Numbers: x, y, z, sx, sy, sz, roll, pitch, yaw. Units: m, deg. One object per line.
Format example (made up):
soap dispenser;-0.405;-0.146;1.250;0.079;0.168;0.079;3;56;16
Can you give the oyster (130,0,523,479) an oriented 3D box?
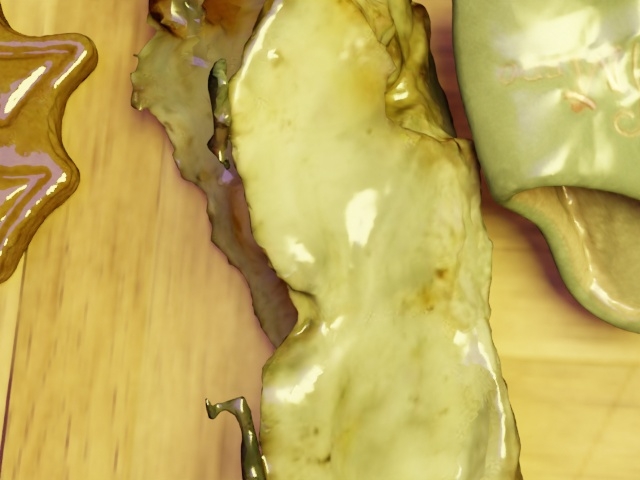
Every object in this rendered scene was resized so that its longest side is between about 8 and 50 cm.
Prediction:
oyster;0.003;-0.002;0.517;0.133;0.198;0.337;-14;82;-5

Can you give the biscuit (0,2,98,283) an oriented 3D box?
biscuit;-0.208;-0.048;0.652;0.215;0.034;0.182;-30;73;5

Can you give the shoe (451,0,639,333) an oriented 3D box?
shoe;0.098;-0.040;0.492;0.079;0.078;0.195;-9;114;38
